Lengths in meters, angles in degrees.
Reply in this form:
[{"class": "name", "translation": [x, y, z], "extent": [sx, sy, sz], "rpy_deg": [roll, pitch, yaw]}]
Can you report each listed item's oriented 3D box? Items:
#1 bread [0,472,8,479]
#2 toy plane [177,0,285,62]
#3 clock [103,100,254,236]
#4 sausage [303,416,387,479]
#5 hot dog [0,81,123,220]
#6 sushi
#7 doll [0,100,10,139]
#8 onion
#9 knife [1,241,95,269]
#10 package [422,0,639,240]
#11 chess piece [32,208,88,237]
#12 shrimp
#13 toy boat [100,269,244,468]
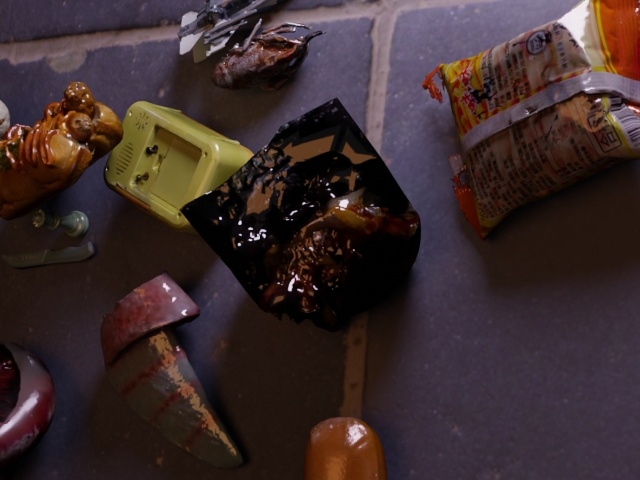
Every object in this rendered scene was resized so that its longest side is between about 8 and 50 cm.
[{"class": "bread", "translation": [-0.537, 0.396, 1.728], "extent": [0.113, 0.060, 0.082], "rpy_deg": [-37, 61, 23]}, {"class": "toy plane", "translation": [-0.117, -0.330, 1.536], "extent": [0.234, 0.082, 0.160], "rpy_deg": [-31, 40, 27]}, {"class": "clock", "translation": [-0.198, -0.099, 1.546], "extent": [0.202, 0.096, 0.143], "rpy_deg": [31, 103, 35]}, {"class": "sausage", "translation": [0.032, 0.348, 1.313], "extent": [0.105, 0.105, 0.274], "rpy_deg": [-10, 77, 34]}, {"class": "hot dog", "translation": [-0.401, -0.126, 1.593], "extent": [0.158, 0.117, 0.349], "rpy_deg": [-48, 15, -26]}, {"class": "sushi", "translation": [0.001, 0.000, 1.345], "extent": [0.227, 0.215, 0.212], "rpy_deg": [-35, 68, 3]}, {"class": "doll", "translation": [-0.547, -0.176, 1.737], "extent": [0.149, 0.278, 0.175], "rpy_deg": [-16, 99, -3]}, {"class": "onion", "translation": [-0.517, 0.280, 1.654], "extent": [0.272, 0.272, 0.195], "rpy_deg": [16, 129, 36]}, {"class": "knife", "translation": [-0.428, 0.026, 1.737], "extent": [0.210, 0.015, 0.028], "rpy_deg": [-8, 85, 35]}, {"class": "package", "translation": [0.246, -0.150, 1.237], "extent": [0.288, 0.108, 0.223], "rpy_deg": [-25, 68, 33]}, {"class": "chess piece", "translation": [-0.397, -0.028, 1.674], "extent": [0.042, 0.093, 0.042], "rpy_deg": [-4, 82, 33]}, {"class": "shrimp", "translation": [-0.070, -0.250, 1.498], "extent": [0.190, 0.075, 0.073], "rpy_deg": [-21, 52, 37]}, {"class": "toy boat", "translation": [-0.200, 0.203, 1.523], "extent": [0.206, 0.096, 0.282], "rpy_deg": [-41, 74, 30]}]
